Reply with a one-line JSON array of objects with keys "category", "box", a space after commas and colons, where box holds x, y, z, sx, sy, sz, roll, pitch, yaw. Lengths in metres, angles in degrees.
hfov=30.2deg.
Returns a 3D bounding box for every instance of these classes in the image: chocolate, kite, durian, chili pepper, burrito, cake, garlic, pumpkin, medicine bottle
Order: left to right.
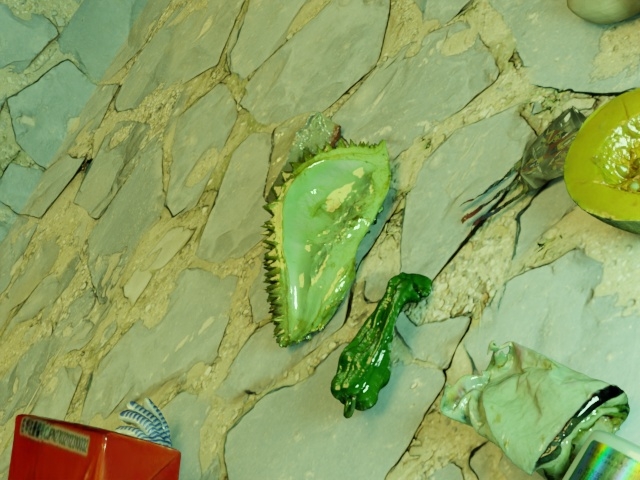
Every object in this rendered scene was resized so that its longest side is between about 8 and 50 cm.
[{"category": "chocolate", "box": [-0.368, 0.459, 1.861, 0.360, 0.161, 0.341, -3, 79, 54]}, {"category": "cake", "box": [-0.059, -0.144, 2.247, 0.116, 0.086, 0.220, 0, 58, 55]}, {"category": "durian", "box": [0.002, 0.005, 2.019, 0.198, 0.163, 0.394, 13, 68, 17]}, {"category": "chili pepper", "box": [0.084, 0.150, 1.725, 0.100, 0.074, 0.257, -8, 51, 53]}, {"category": "kite", "box": [0.300, -0.097, 1.741, 0.245, 0.015, 0.141, -39, 29, 23]}, {"category": "burrito", "box": [0.248, 0.200, 1.417, 0.144, 0.089, 0.229, -43, 28, -11]}, {"category": "medicine bottle", "box": [0.280, 0.319, 1.239, 0.229, 0.083, 0.121, -58, 31, -6]}, {"category": "garlic", "box": [0.439, -0.387, 1.803, 0.198, 0.090, 0.128, -22, 25, 54]}, {"category": "pumpkin", "box": [0.421, -0.084, 1.468, 0.217, 0.110, 0.217, -25, 37, 21]}]

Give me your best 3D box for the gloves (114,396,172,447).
[{"category": "gloves", "box": [-0.302, 0.374, 2.029, 0.119, 0.097, 0.229, 100, 166, -58]}]
